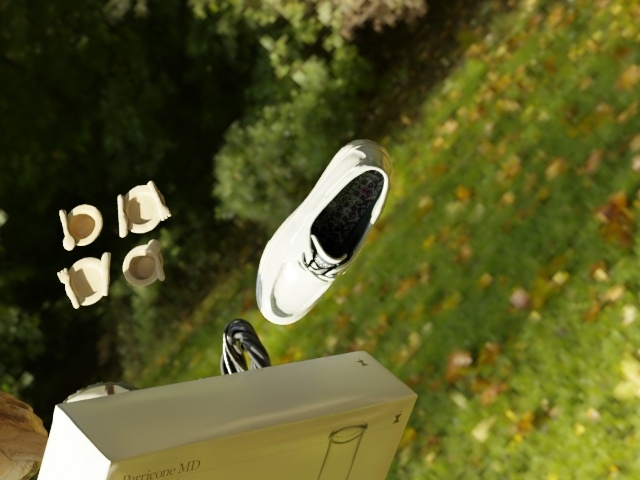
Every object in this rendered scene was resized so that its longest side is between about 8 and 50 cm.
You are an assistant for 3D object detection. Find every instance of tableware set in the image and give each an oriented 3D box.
[{"bbox_3d":[-0.267,0.005,1.820,0.169,0.141,0.020,-16,-21,14],"label":"tableware set"}]

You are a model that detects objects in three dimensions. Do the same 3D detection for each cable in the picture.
[{"bbox_3d":[-0.077,0.182,1.690,0.047,0.184,0.150,-18,-4,-13],"label":"cable"}]

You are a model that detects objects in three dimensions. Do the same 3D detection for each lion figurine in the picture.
[{"bbox_3d":[-0.402,0.289,1.566,0.392,0.240,0.142,-48,-25,-66],"label":"lion figurine"}]

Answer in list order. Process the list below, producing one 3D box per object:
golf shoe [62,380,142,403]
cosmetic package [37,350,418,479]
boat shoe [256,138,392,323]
[{"bbox_3d":[-0.255,0.262,1.910,0.273,0.105,0.120,7,18,25],"label":"golf shoe"},{"bbox_3d":[-0.104,0.266,1.350,0.377,0.097,0.284,-6,-58,-43],"label":"cosmetic package"},{"bbox_3d":[0.001,0.000,1.470,0.227,0.079,0.081,-58,14,18],"label":"boat shoe"}]
